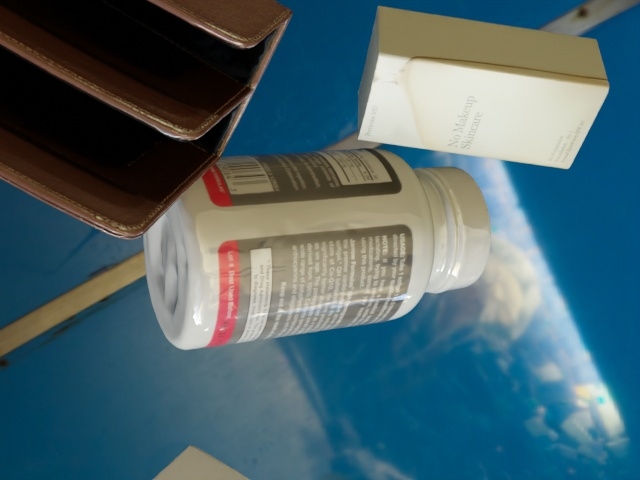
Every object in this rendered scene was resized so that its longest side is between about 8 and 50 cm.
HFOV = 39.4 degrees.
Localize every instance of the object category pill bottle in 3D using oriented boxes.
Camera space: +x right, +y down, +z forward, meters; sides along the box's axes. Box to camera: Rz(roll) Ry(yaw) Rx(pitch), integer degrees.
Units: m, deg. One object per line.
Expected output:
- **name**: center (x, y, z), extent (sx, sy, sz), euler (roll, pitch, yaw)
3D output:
- **pill bottle**: center (0.000, 0.000, 0.877), extent (0.318, 0.176, 0.176), euler (-6, -102, -24)

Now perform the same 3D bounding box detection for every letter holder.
- **letter holder**: center (-0.207, -0.162, 0.661), extent (0.302, 0.152, 0.214), euler (31, -152, -1)

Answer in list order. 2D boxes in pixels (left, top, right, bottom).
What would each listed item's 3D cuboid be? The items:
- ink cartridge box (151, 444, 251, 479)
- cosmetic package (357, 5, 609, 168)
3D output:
- **ink cartridge box**: center (-0.208, 0.432, 1.141), extent (0.117, 0.278, 0.201), euler (29, -156, 12)
- **cosmetic package**: center (0.215, -0.208, 1.234), extent (0.309, 0.160, 0.113), euler (6, -131, -5)
